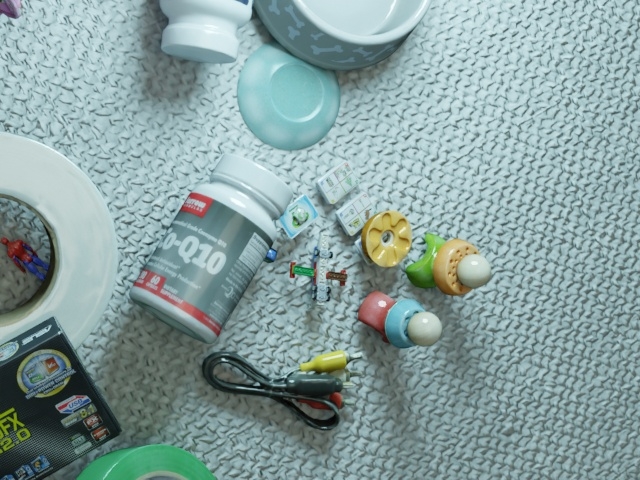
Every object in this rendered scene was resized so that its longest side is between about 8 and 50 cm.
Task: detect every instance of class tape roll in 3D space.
[{"bbox_3d":[-0.268,0.482,1.856,0.321,0.077,0.321,20,63,-46],"label":"tape roll"},{"bbox_3d":[-0.505,0.024,1.808,0.392,0.072,0.391,-3,98,-19],"label":"tape roll"}]

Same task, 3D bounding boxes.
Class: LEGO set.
[{"bbox_3d":[0.000,0.000,2.080,0.244,0.060,0.182,-40,105,-31],"label":"LEGO set"}]

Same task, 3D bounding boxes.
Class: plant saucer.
[{"bbox_3d":[-0.047,-0.254,2.056,0.195,0.037,0.194,0,89,-24],"label":"plant saucer"}]

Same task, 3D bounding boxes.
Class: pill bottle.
[{"bbox_3d":[-0.172,0.010,1.933,0.161,0.161,0.283,34,77,-20],"label":"pill bottle"},{"bbox_3d":[-0.179,-0.429,1.936,0.153,0.153,0.264,10,85,-23],"label":"pill bottle"}]

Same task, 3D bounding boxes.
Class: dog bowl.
[{"bbox_3d":[0.046,-0.473,2.044,0.349,0.102,0.348,3,82,-23],"label":"dog bowl"}]

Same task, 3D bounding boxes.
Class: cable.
[{"bbox_3d":[-0.066,0.252,2.052,0.287,0.072,0.139,5,105,-11],"label":"cable"}]

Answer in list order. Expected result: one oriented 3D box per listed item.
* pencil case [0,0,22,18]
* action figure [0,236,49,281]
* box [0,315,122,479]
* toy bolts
[{"bbox_3d":[-0.421,-0.526,1.826,0.386,0.160,0.167,-56,133,-14],"label":"pencil case"},{"bbox_3d":[-0.459,0.034,1.880,0.115,0.030,0.038,44,69,-22],"label":"action figure"},{"bbox_3d":[-0.468,0.271,1.801,0.270,0.060,0.216,-29,122,-11],"label":"box"},{"bbox_3d":[0.168,0.074,2.063,0.218,0.158,0.228,35,77,-33],"label":"toy bolts"}]
